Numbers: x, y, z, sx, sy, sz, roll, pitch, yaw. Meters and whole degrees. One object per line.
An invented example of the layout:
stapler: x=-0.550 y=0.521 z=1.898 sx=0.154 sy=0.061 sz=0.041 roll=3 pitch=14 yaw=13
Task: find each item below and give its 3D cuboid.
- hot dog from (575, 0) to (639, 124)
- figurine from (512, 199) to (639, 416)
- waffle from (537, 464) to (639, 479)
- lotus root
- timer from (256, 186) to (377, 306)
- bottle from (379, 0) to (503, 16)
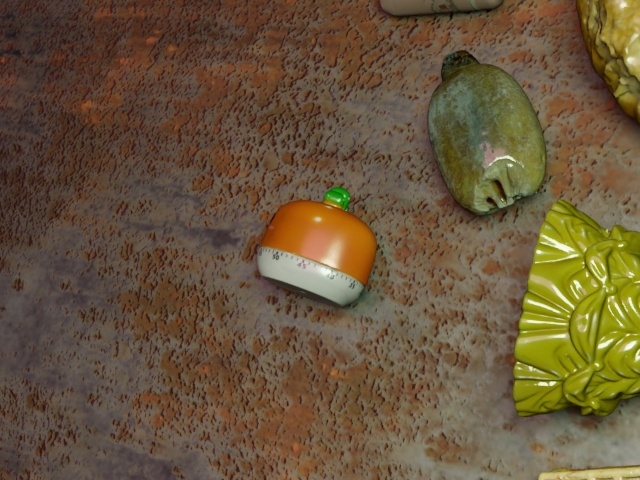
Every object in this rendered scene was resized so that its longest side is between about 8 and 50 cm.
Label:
hot dog: x=0.396 y=-0.262 z=0.878 sx=0.367 sy=0.196 sz=0.365 roll=-19 pitch=61 yaw=31
figurine: x=0.332 y=0.087 z=0.824 sx=0.315 sy=0.168 sz=0.187 roll=11 pitch=67 yaw=25
waffle: x=0.261 y=0.240 z=0.855 sx=0.148 sy=0.042 sz=0.102 roll=-10 pitch=67 yaw=28
lotus root: x=0.162 y=-0.115 z=1.027 sx=0.113 sy=0.088 sz=0.192 roll=-29 pitch=58 yaw=27
timer: x=0.000 y=0.000 z=1.075 sx=0.136 sy=0.099 sz=0.136 roll=-4 pitch=78 yaw=21
bottle: x=0.135 y=-0.280 z=1.127 sx=0.140 sy=0.053 sz=0.053 roll=3 pitch=74 yaw=33
